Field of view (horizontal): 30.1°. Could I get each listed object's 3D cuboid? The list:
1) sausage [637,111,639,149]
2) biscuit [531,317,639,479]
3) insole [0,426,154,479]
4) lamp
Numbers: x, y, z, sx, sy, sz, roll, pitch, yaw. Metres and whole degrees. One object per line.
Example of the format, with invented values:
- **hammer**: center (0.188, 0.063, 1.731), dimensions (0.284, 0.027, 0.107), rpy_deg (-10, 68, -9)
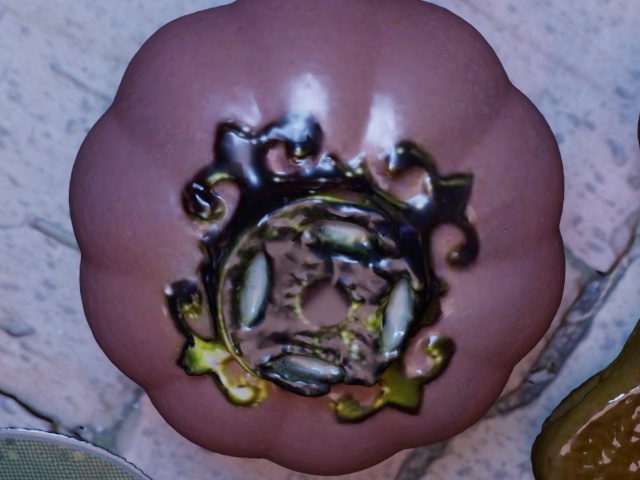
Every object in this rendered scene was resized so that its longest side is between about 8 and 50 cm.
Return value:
- **sausage**: center (0.319, -0.110, 0.742), dimensions (0.258, 0.133, 0.133), rpy_deg (-25, 107, 10)
- **biscuit**: center (0.348, 0.144, 0.850), dimensions (0.359, 0.074, 0.381), rpy_deg (21, 103, -10)
- **insole**: center (-0.129, 0.232, 0.894), dimensions (0.322, 0.007, 0.109), rpy_deg (33, 104, -11)
- **lamp**: center (0.000, 0.000, 0.703), dimensions (0.305, 0.239, 0.305), rpy_deg (0, 107, -1)
